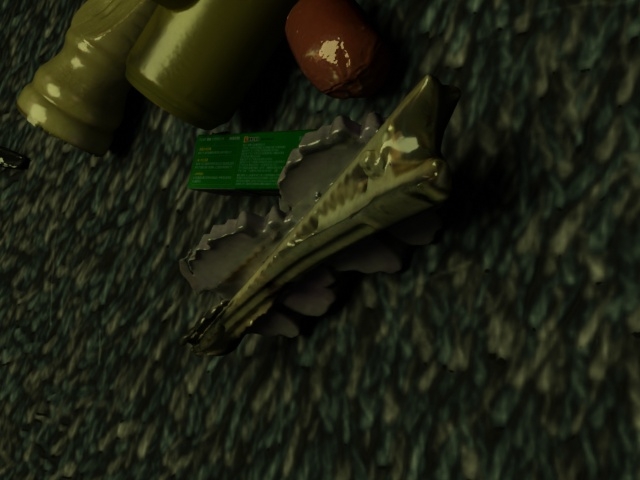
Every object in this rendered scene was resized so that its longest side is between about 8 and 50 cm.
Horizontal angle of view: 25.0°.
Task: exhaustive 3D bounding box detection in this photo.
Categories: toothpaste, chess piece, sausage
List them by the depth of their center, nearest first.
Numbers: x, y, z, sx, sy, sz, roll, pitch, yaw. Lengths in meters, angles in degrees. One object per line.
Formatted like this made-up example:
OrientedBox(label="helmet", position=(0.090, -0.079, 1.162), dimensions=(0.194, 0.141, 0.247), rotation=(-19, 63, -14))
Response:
OrientedBox(label="sausage", position=(0.011, -0.128, 0.947), dimensions=(0.054, 0.059, 0.094), rotation=(-39, 44, 10))
OrientedBox(label="toothpaste", position=(-0.029, -0.053, 0.998), dimensions=(0.178, 0.037, 0.043), rotation=(3, 84, 54))
OrientedBox(label="chess piece", position=(-0.164, -0.174, 1.195), dimensions=(0.200, 0.090, 0.090), rotation=(-56, 39, 8))

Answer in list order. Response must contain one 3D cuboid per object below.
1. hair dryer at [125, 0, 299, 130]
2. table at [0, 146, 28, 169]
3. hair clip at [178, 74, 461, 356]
OrientedBox(label="hair dryer", position=(-0.137, -0.182, 0.963), dimensions=(0.135, 0.278, 0.090), rotation=(-55, 44, 11))
OrientedBox(label="table", position=(-0.396, -0.224, 1.411), dimensions=(0.249, 0.317, 0.317), rotation=(2, 80, 40))
OrientedBox(label="hair clip", position=(0.000, 0.000, 0.883), dimensions=(0.292, 0.106, 0.085), rotation=(-40, 36, 44))
